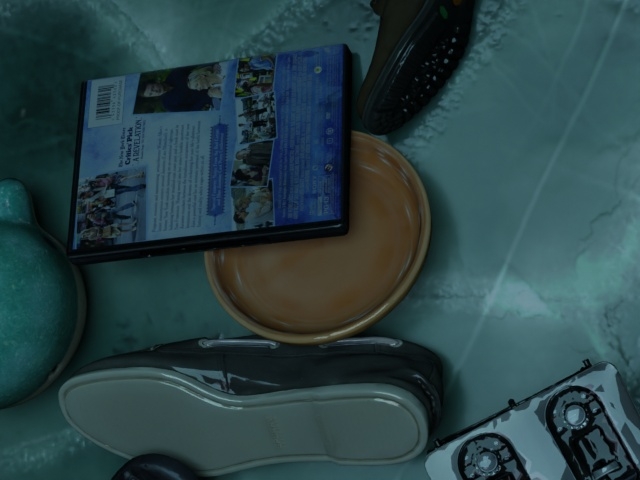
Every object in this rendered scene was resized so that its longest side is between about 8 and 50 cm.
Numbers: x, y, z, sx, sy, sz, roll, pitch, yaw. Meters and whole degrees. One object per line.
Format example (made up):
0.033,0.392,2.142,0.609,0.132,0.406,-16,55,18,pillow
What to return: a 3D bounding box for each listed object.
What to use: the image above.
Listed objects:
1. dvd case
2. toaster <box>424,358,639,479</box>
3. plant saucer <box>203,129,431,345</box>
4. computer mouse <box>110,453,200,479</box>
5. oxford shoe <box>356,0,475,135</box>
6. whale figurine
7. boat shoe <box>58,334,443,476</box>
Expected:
-0.096,-0.074,1.565,0.253,0.022,0.180,-6,64,15,dvd case
0.176,0.177,1.430,0.168,0.186,0.110,-28,81,3,toaster
0.000,0.000,1.530,0.200,0.037,0.200,-8,63,15,plant saucer
-0.205,0.282,1.576,0.184,0.060,0.262,25,103,12,computer mouse
0.079,-0.199,1.543,0.096,0.083,0.227,25,90,34,oxford shoe
-0.338,0.030,1.589,0.272,0.141,0.216,41,96,15,whale figurine
-0.055,0.133,1.543,0.335,0.095,0.112,1,121,18,boat shoe
